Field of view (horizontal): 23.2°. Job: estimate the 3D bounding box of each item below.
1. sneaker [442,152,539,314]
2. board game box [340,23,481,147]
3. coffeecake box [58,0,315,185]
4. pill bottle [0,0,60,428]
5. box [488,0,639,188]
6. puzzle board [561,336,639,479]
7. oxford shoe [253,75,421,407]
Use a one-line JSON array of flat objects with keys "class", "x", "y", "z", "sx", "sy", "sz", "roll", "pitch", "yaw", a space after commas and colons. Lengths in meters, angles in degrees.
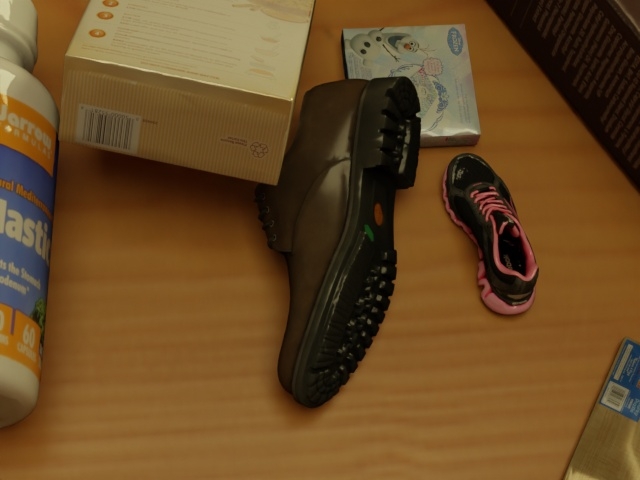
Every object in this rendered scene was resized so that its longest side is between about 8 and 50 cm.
[{"class": "sneaker", "x": 0.119, "y": -0.012, "z": 1.055, "sx": 0.047, "sy": 0.057, "sz": 0.119, "roll": -17, "pitch": 69, "yaw": -11}, {"class": "board game box", "x": 0.063, "y": -0.109, "z": 1.108, "sx": 0.090, "sy": 0.020, "sz": 0.090, "roll": -3, "pitch": 68, "yaw": -6}, {"class": "coffeecake box", "x": -0.081, "y": -0.127, "z": 1.030, "sx": 0.142, "sy": 0.068, "sz": 0.185, "roll": 11, "pitch": 37, "yaw": -1}, {"class": "pill bottle", "x": -0.240, "y": -0.028, "z": 0.968, "sx": 0.152, "sy": 0.152, "sz": 0.272, "roll": 3, "pitch": 68, "yaw": -5}, {"class": "box", "x": 0.272, "y": -0.155, "z": 1.090, "sx": 0.191, "sy": 0.143, "sz": 0.381, "roll": -30, "pitch": 72, "yaw": -17}, {"class": "puzzle board", "x": 0.221, "y": 0.138, "z": 1.030, "sx": 0.096, "sy": 0.011, "sz": 0.128, "roll": 26, "pitch": 67, "yaw": 6}, {"class": "oxford shoe", "x": 0.000, "y": 0.000, "z": 1.037, "sx": 0.096, "sy": 0.083, "sz": 0.227, "roll": 4, "pitch": 70, "yaw": 25}]
